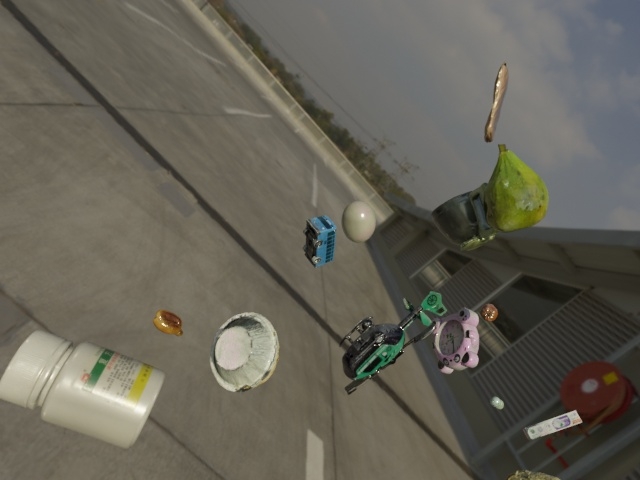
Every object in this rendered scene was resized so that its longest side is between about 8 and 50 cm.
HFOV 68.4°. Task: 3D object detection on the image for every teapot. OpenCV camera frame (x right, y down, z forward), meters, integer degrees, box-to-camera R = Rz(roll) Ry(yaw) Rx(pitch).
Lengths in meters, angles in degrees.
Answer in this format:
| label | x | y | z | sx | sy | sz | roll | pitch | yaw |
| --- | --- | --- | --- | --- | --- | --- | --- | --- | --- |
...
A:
| label | x | y | z | sx | sy | sz | roll | pitch | yaw |
| --- | --- | --- | --- | --- | --- | --- | --- | --- | --- |
| teapot | 0.666 | -0.092 | 2.044 | 0.240 | 0.322 | 0.239 | -8 | 68 | -48 |

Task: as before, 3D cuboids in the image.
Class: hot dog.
| label | x | y | z | sx | sy | sz | roll | pitch | yaw |
| --- | --- | --- | --- | --- | --- | --- | --- | --- | --- |
| hot dog | -0.607 | 0.335 | 1.895 | 0.140 | 0.060 | 0.089 | 28 | 43 | -32 |

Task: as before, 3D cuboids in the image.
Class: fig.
| label | x | y | z | sx | sy | sz | roll | pitch | yaw |
| --- | --- | --- | --- | --- | --- | --- | --- | --- | --- |
| fig | 0.723 | -0.184 | 1.733 | 0.234 | 0.313 | 0.233 | 3 | 18 | -1 |

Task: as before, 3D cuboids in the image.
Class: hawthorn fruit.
| label | x | y | z | sx | sy | sz | roll | pitch | yaw |
| --- | --- | --- | --- | --- | --- | --- | --- | --- | --- |
| hawthorn fruit | 0.662 | 0.276 | 1.837 | 0.066 | 0.066 | 0.103 | 51 | 32 | 17 |

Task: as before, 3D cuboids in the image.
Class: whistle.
| label | x | y | z | sx | sy | sz | roll | pitch | yaw |
| --- | --- | --- | --- | --- | --- | --- | --- | --- | --- |
| whistle | 0.607 | 0.557 | 1.613 | 0.100 | 0.035 | 0.035 | 37 | 14 | -45 |

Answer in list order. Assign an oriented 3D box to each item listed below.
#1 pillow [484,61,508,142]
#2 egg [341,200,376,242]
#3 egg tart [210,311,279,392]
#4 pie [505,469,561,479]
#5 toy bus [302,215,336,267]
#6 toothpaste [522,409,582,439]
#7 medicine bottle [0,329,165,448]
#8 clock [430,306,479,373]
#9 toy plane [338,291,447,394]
| label | x | y | z | sx | sy | sz | roll | pitch | yaw |
| --- | --- | --- | --- | --- | --- | --- | --- | --- | --- |
| pillow | 0.496 | -0.383 | 1.328 | 0.034 | 0.210 | 0.135 | 14 | 2 | 20 |
| egg | 0.115 | -0.055 | 1.417 | 0.103 | 0.103 | 0.134 | -118 | -159 | -57 |
| egg tart | -0.231 | 0.318 | 1.365 | 0.234 | 0.234 | 0.094 | 54 | 6 | 34 |
| pie | 0.641 | 0.787 | 1.293 | 0.075 | 0.337 | 0.337 | -6 | 46 | -36 |
| toy bus | 0.000 | 0.000 | 2.182 | 0.116 | 0.134 | 0.233 | 52 | -29 | 37 |
| toothpaste | 0.831 | 0.664 | 1.690 | 0.040 | 0.197 | 0.047 | 68 | 2 | -58 |
| medicine bottle | -0.595 | 0.370 | 1.196 | 0.340 | 0.208 | 0.208 | 27 | 14 | -13 |
| clock | 0.576 | 0.429 | 2.008 | 0.090 | 0.228 | 0.247 | 24 | 53 | -26 |
| toy plane | 0.188 | 0.272 | 1.299 | 0.155 | 0.382 | 0.106 | 49 | -5 | -30 |
